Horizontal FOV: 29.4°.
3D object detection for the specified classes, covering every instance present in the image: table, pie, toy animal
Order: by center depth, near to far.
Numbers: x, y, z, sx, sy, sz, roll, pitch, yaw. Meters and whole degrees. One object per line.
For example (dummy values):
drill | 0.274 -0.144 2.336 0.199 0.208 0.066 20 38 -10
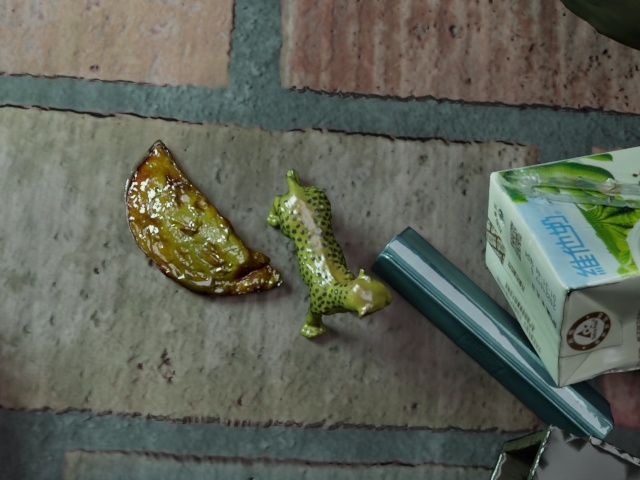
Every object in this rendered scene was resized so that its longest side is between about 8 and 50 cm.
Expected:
table | 0.246 0.274 1.092 0.193 0.169 0.172 24 74 1
toy animal | 0.000 0.000 1.146 0.073 0.136 0.181 -17 78 -10
pie | -0.128 -0.005 1.188 0.088 0.033 0.191 -42 83 -8

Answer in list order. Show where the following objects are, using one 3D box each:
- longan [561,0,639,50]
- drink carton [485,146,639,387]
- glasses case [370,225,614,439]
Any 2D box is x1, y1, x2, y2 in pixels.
longan | 0.374 -0.347 1.149 0.391 0.391 0.391 2 76 -6
drink carton | 0.341 0.008 1.149 0.324 0.132 0.194 -9 37 -9
glasses case | 0.162 0.096 1.173 0.266 0.105 0.056 41 101 5
